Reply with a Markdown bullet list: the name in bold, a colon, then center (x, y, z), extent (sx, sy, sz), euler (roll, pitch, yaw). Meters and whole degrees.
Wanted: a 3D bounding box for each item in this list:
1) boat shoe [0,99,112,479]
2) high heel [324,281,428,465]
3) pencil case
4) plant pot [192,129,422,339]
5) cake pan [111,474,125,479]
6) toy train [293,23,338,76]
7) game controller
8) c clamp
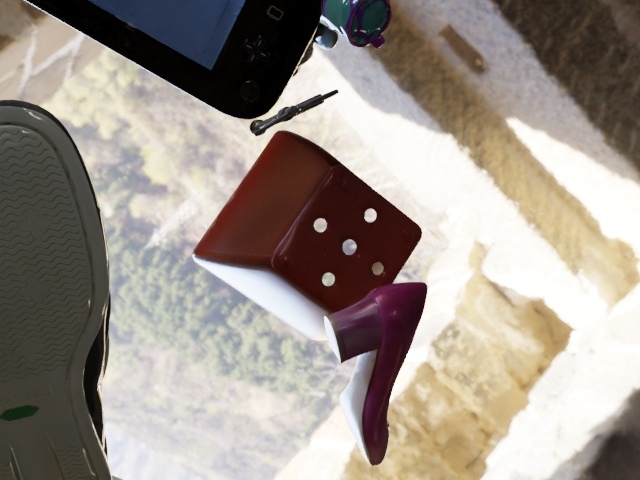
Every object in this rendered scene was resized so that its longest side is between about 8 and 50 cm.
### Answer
- **boat shoe**: center (-0.142, 0.040, 0.376), extent (0.079, 0.084, 0.233), euler (-118, 28, -54)
- **high heel**: center (0.079, 0.155, 0.899), extent (0.082, 0.117, 0.244), euler (-129, 22, -58)
- **pencil case**: center (0.010, -0.273, 0.903), extent (0.151, 0.064, 0.070), euler (39, 163, 36)
- **plant pot**: center (0.000, 0.000, 1.244), extent (0.267, 0.267, 0.235), euler (37, 171, -19)
- **cake pan**: center (-0.128, 0.284, 0.547), extent (0.293, 0.054, 0.293), euler (18, 121, 33)
- **toy train**: center (-0.061, -0.375, 1.123), extent (0.190, 0.142, 0.334), euler (46, 157, 12)
- **game controller**: center (-0.159, -0.255, 0.778), extent (0.319, 0.067, 0.166), euler (29, 119, -4)
- **c clamp**: center (-0.046, -0.161, 1.006), extent (0.022, 0.137, 0.160), euler (63, 164, -9)
